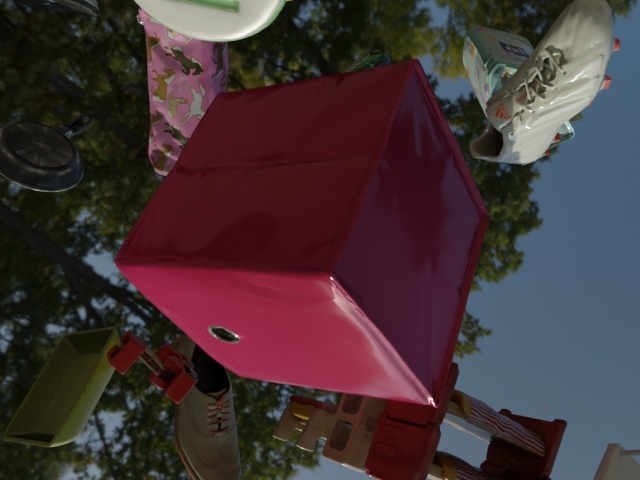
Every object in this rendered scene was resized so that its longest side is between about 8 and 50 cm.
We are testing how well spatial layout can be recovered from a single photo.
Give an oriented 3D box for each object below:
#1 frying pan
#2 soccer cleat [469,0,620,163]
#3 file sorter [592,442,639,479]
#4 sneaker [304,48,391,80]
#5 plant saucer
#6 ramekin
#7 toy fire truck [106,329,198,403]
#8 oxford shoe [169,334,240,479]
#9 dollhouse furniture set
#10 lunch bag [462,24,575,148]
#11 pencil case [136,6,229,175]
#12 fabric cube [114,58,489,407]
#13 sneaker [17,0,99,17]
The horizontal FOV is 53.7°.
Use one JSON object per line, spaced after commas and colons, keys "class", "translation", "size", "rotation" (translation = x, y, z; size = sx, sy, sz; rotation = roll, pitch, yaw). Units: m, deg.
{"class": "frying pan", "translation": [-0.555, -0.200, 1.363], "size": [0.053, 0.197, 0.326], "rotation": [-50, 170, 34]}
{"class": "soccer cleat", "translation": [0.187, -0.125, 0.547], "size": [0.076, 0.196, 0.068], "rotation": [-8, -115, -7]}
{"class": "file sorter", "translation": [0.497, 0.428, 0.819], "size": [0.193, 0.277, 0.173], "rotation": [-46, -174, -33]}
{"class": "sneaker", "translation": [0.013, -0.358, 1.526], "size": [0.344, 0.134, 0.146], "rotation": [-31, -120, 10]}
{"class": "plant saucer", "translation": [-0.385, 0.229, 0.970], "size": [0.188, 0.045, 0.188], "rotation": [-13, -135, 44]}
{"class": "ramekin", "translation": [-0.168, -0.453, 0.959], "size": [0.304, 0.303, 0.148], "rotation": [-12, -130, 29]}
{"class": "toy fire truck", "translation": [-0.253, 0.184, 0.963], "size": [0.047, 0.135, 0.192], "rotation": [-50, -166, -7]}
{"class": "oxford shoe", "translation": [-0.232, 0.357, 1.295], "size": [0.130, 0.123, 0.348], "rotation": [-31, -104, 55]}
{"class": "dollhouse furniture set", "translation": [0.118, 0.268, 0.896], "size": [0.374, 0.201, 0.152], "rotation": [-11, -127, 60]}
{"class": "lunch bag", "translation": [0.421, -0.339, 1.391], "size": [0.160, 0.262, 0.223], "rotation": [-31, -145, 22]}
{"class": "pencil case", "translation": [-0.286, -0.318, 1.338], "size": [0.167, 0.386, 0.160], "rotation": [21, -148, 30]}
{"class": "fabric cube", "translation": [0.000, 0.000, 0.682], "size": [0.258, 0.254, 0.259], "rotation": [1, -126, 34]}
{"class": "sneaker", "translation": [-0.490, -0.561, 1.123], "size": [0.447, 0.169, 0.257], "rotation": [-110, -150, -82]}
